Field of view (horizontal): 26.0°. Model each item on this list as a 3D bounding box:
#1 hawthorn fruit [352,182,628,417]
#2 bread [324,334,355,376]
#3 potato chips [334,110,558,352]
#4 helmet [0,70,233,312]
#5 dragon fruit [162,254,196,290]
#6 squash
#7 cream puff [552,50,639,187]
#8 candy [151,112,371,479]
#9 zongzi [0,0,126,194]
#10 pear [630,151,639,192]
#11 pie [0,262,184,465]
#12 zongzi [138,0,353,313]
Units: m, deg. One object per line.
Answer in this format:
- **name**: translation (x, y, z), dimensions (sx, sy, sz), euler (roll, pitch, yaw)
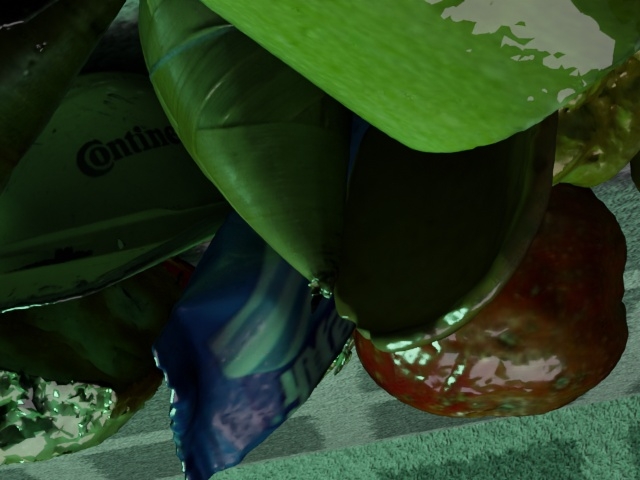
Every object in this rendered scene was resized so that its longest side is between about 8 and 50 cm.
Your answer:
- **hawthorn fruit**: translation (0.140, 0.036, 1.212), dimensions (0.262, 0.258, 0.258), euler (29, 147, -21)
- **bread**: translation (0.004, 0.051, 1.345), dimensions (0.110, 0.156, 0.103), euler (-20, 170, -46)
- **potato chips**: translation (0.069, -0.035, 0.675), dimensions (0.049, 0.201, 0.150), euler (28, 141, -22)
- **helmet**: translation (-0.154, -0.042, 0.930), dimensions (0.204, 0.137, 0.257), euler (-11, -175, 32)
- **dragon fruit**: translation (-0.202, 0.068, 1.316), dimensions (0.246, 0.125, 0.125), euler (6, 161, -25)
- **squash**: translation (-0.003, -0.195, 0.548), dimensions (0.309, 0.210, 0.233), euler (34, 116, -25)
- **cream puff**: translation (0.127, -0.127, 0.803), dimensions (0.221, 0.194, 0.195), euler (-8, 163, -22)
- **candy**: translation (0.000, 0.000, 0.914), dimensions (0.077, 0.331, 0.187), euler (23, 147, 22)
- **zongzi**: translation (-0.318, -0.090, 0.555), dimensions (0.362, 0.383, 0.319), euler (29, 94, -52)
- **pear**: translation (0.319, -0.073, 1.218), dimensions (0.097, 0.092, 0.092), euler (-31, 159, 9)
- **pie**: translation (-0.263, 0.049, 1.029), dimensions (0.355, 0.288, 0.103), euler (11, 112, -25)
- **zongzi**: translation (-0.028, -0.059, 0.789), dimensions (0.115, 0.256, 0.228), euler (-17, 164, -6)
